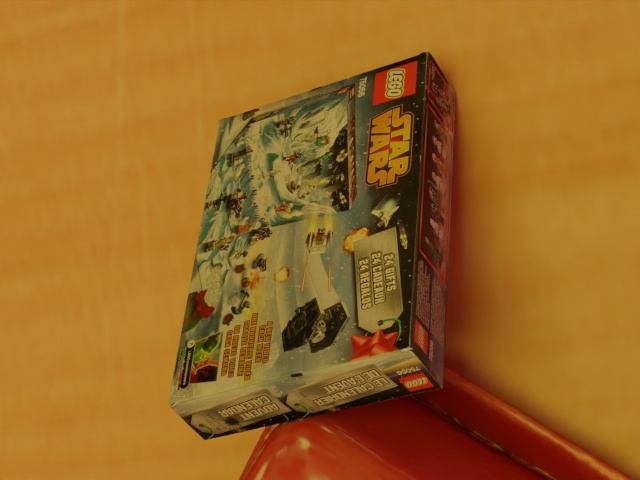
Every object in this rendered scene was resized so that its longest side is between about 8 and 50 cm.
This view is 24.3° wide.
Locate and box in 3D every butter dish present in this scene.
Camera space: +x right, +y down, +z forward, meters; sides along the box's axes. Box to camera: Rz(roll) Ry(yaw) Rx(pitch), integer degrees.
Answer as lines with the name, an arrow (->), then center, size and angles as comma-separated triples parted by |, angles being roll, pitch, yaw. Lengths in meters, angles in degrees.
butter dish -> 0.014, 0.127, 0.513 | 0.160, 0.118, 0.160 | 31, 101, 24

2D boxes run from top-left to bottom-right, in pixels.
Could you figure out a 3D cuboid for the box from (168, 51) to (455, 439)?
box -> 0.000, 0.000, 0.535 | 0.094, 0.027, 0.137 | -16, 46, 26
